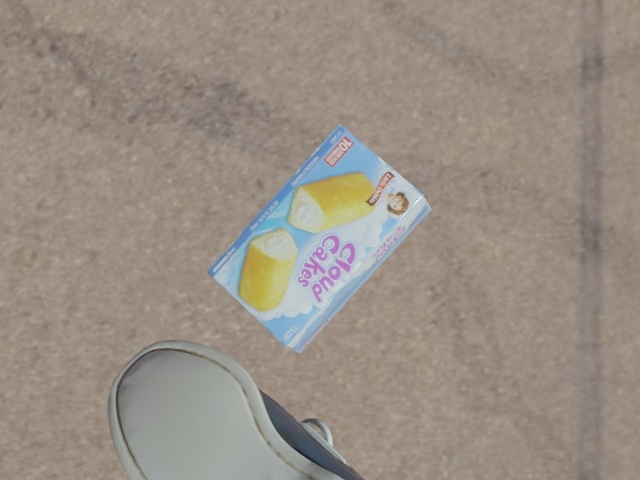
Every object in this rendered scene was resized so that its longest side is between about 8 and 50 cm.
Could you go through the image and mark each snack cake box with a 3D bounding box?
[{"bbox_3d":[0.000,0.000,1.517,0.152,0.089,0.264,42,89,17],"label":"snack cake box"}]

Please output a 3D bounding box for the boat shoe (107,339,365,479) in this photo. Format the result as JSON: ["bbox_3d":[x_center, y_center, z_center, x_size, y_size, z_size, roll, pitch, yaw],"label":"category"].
[{"bbox_3d":[-0.027,0.139,0.652,0.095,0.254,0.079,-54,139,-12],"label":"boat shoe"}]
